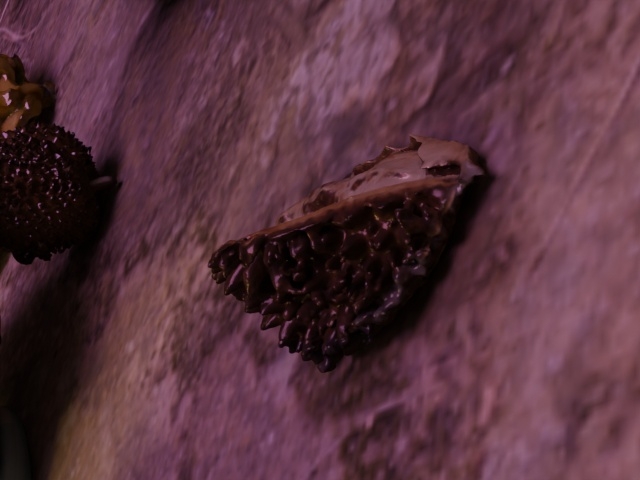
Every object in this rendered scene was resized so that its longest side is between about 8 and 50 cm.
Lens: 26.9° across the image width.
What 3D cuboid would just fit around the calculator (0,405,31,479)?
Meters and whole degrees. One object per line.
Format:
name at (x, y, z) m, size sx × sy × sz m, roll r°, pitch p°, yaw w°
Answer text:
calculator at (-0.180, 0.147, 0.715) m, size 0.095 × 0.021 × 0.153 m, roll -63°, pitch 25°, yaw 15°

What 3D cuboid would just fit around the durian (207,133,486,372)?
durian at (0.007, 0.006, 0.438) m, size 0.066 × 0.052 × 0.130 m, roll -40°, pitch 11°, yaw -34°

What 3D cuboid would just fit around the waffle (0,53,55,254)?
waffle at (-0.292, -0.034, 0.977) m, size 0.245 × 0.052 × 0.254 m, roll 22°, pitch 92°, yaw 49°

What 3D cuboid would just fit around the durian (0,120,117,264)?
durian at (-0.152, -0.027, 0.737) m, size 0.091 × 0.080 × 0.080 m, roll -10°, pitch 54°, yaw 15°
